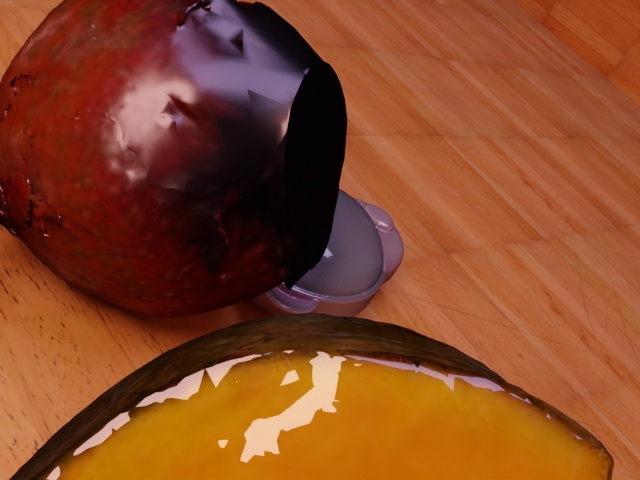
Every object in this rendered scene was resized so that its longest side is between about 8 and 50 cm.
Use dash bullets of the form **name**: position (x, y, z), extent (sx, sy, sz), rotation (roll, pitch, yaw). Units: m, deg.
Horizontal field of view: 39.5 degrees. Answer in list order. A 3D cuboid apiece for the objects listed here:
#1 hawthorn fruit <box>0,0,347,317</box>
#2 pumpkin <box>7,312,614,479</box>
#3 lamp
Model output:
- **hawthorn fruit**: position (-0.123, -0.074, 0.752), extent (0.315, 0.316, 0.316), rotation (23, 32, -15)
- **pumpkin**: position (-0.026, 0.172, 0.380), extent (0.256, 0.225, 0.303), rotation (23, 70, 7)
- **lamp**: position (0.002, -0.002, 0.947), extent (0.246, 0.108, 0.179), rotation (-11, 55, -49)
